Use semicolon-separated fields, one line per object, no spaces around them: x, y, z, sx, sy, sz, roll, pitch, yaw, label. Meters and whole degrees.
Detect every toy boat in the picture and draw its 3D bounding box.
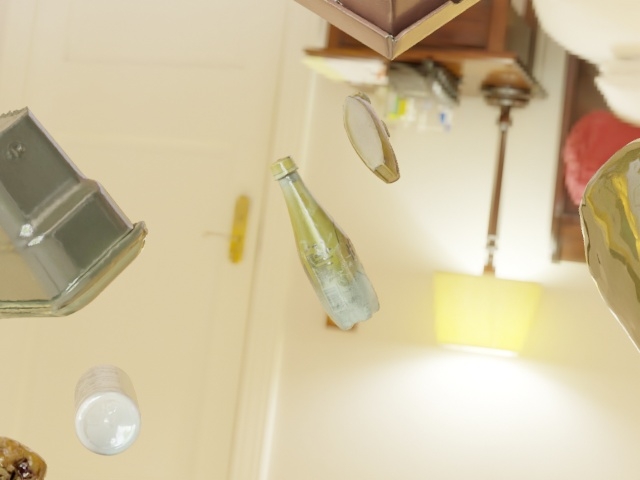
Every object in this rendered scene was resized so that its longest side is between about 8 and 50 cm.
0.062;-0.135;1.510;0.047;0.149;0.049;-33;147;18;toy boat

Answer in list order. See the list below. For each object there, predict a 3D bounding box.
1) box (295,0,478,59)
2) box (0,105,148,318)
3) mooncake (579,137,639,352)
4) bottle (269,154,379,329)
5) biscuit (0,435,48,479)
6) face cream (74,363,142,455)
0.067;-0.294;1.111;0.215;0.215;0.086;38;152;31;box
-0.321;-0.023;1.185;0.274;0.138;0.178;-7;123;46;box
0.460;-0.027;0.952;0.467;0.262;0.467;-16;150;-9;mooncake
0.000;0.000;1.740;0.083;0.270;0.083;-25;-175;3;bottle
-0.492;0.429;1.613;0.289;0.334;0.081;19;-175;-40;biscuit
-0.274;0.206;1.506;0.082;0.082;0.269;8;-178;-11;face cream
